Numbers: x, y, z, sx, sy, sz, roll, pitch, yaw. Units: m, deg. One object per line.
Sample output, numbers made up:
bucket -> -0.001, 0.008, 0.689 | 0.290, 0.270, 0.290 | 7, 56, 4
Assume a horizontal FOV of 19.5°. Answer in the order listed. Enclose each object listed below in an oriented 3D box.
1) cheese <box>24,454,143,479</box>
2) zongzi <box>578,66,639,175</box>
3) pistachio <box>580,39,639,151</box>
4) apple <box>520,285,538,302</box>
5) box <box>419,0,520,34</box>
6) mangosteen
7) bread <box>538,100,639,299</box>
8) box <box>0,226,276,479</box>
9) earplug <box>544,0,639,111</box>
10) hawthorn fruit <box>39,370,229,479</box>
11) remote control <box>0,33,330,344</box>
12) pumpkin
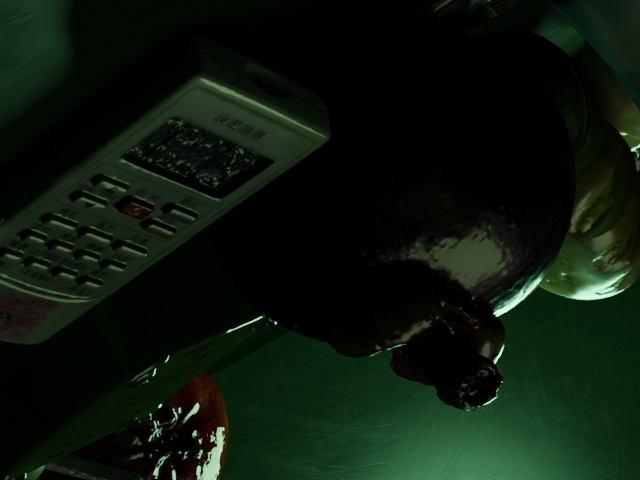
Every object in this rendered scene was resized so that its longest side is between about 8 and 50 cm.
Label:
cheese -> -0.317, 0.211, 1.887 | 0.163, 0.286, 0.082 | -25, -133, 66
zongzi -> 0.400, -0.165, 2.572 | 0.319, 0.362, 0.383 | -30, 135, 12
pistachio -> 0.414, -0.195, 2.142 | 0.238, 0.229, 0.321 | -65, 174, 11
apple -> 0.204, -0.007, 2.556 | 0.253, 0.253, 0.253 | -30, 174, -4
box -> 0.224, -0.269, 1.459 | 0.325, 0.047, 0.180 | -31, 174, 11
mangosteen -> 0.060, -0.027, 1.493 | 0.297, 0.293, 0.297 | -18, -171, 3
bread -> 0.256, -0.071, 2.102 | 0.160, 0.333, 0.333 | -44, 176, -10
box -> -0.200, 0.078, 1.674 | 0.252, 0.178, 0.328 | -26, 173, -45
earplug -> 0.346, -0.134, 1.607 | 0.185, 0.324, 0.185 | -30, -160, 12
hawthorn fruit -> -0.276, 0.269, 2.558 | 0.265, 0.265, 0.307 | -25, -166, -36
remote control -> -0.160, -0.027, 1.381 | 0.344, 0.050, 0.145 | -35, 143, 30
pumpkin -> 0.136, -0.117, 1.730 | 0.238, 0.159, 0.238 | -15, -171, 2
